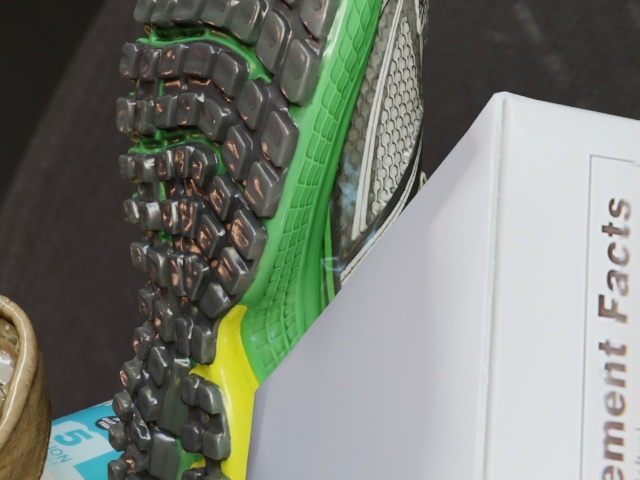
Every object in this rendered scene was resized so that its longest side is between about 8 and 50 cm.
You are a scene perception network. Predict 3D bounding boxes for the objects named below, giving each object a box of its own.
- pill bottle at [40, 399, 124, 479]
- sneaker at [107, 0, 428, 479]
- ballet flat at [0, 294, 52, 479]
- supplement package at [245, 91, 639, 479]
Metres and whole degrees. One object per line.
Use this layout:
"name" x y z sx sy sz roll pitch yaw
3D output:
"pill bottle" -0.060 0.141 0.986 0.146 0.264 0.146 22 120 44
"sneaker" 0.000 0.000 0.807 0.134 0.146 0.343 41 131 49
"ballet flat" -0.214 0.121 0.701 0.116 0.342 0.124 37 136 15
"supplement package" 0.124 0.116 0.416 0.199 0.263 0.198 126 151 -65
